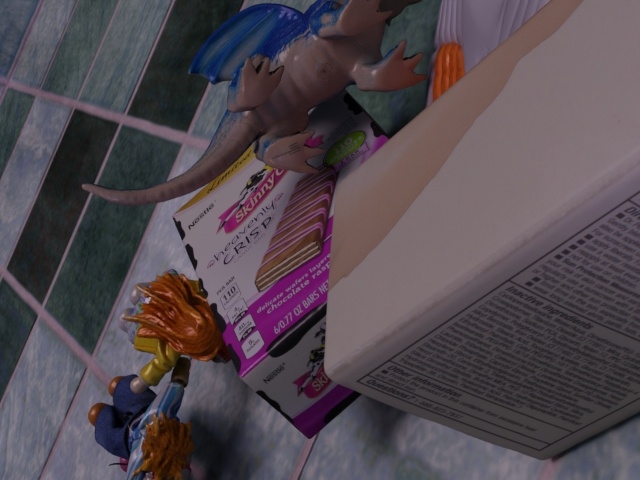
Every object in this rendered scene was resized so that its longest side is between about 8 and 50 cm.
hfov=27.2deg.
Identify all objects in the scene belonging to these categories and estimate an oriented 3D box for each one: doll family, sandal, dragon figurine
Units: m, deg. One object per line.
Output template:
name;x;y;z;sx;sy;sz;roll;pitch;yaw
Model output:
doll family;-0.120;0.115;0.998;0.163;0.118;0.263;11;79;64
sandal;0.120;-0.094;0.753;0.265;0.076;0.102;-146;63;-78
dragon figurine;-0.027;-0.107;0.867;0.289;0.085;0.144;-41;22;-6

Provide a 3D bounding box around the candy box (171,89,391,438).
candy box;0.000;0.000;0.865;0.159;0.071;0.233;-42;29;4

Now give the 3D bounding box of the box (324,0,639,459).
box;0.147;-0.028;0.574;0.311;0.148;0.121;-38;37;43
